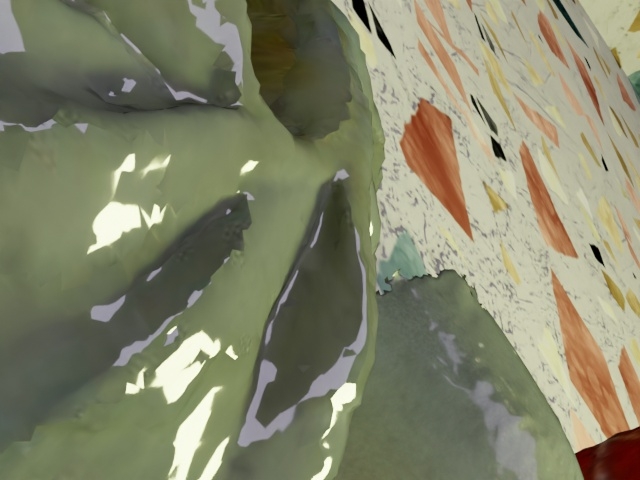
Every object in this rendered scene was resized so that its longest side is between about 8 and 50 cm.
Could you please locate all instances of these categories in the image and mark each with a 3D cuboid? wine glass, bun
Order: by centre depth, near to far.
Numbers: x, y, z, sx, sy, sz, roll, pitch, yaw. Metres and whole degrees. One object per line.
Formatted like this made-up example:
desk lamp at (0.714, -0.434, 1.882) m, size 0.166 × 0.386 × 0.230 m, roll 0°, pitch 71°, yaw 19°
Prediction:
bun at (-0.099, -0.054, 0.432) m, size 0.354 × 0.194 × 0.354 m, roll 54°, pitch 20°, yaw -30°
wine glass at (0.082, 0.173, 0.693) m, size 0.321 × 0.143 × 0.143 m, roll 66°, pitch 19°, yaw 7°

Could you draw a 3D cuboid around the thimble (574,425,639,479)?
thimble at (0.255, 0.272, 0.875) m, size 0.350 × 0.231 × 0.350 m, roll 50°, pitch 23°, yaw -30°
